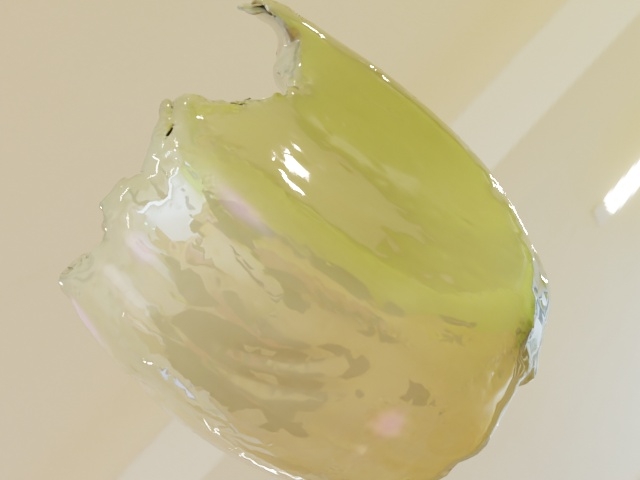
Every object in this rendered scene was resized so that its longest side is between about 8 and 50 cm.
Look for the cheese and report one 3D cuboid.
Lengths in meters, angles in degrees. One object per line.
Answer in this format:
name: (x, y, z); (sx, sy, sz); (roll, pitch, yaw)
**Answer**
cheese: (0.000, 0.000, 0.527); (0.127, 0.233, 0.266); (-47, 1, 29)
